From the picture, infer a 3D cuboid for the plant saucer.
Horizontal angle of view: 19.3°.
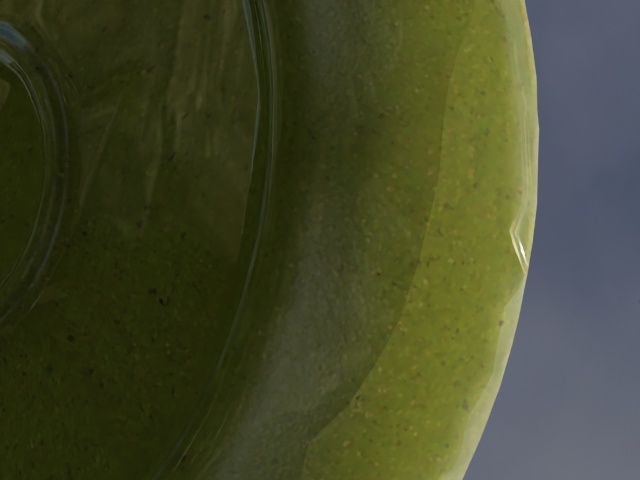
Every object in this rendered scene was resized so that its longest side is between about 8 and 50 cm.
[{"bbox_3d":[-0.065,-0.009,0.395,0.241,0.037,0.241,-8,-103,38],"label":"plant saucer"}]
